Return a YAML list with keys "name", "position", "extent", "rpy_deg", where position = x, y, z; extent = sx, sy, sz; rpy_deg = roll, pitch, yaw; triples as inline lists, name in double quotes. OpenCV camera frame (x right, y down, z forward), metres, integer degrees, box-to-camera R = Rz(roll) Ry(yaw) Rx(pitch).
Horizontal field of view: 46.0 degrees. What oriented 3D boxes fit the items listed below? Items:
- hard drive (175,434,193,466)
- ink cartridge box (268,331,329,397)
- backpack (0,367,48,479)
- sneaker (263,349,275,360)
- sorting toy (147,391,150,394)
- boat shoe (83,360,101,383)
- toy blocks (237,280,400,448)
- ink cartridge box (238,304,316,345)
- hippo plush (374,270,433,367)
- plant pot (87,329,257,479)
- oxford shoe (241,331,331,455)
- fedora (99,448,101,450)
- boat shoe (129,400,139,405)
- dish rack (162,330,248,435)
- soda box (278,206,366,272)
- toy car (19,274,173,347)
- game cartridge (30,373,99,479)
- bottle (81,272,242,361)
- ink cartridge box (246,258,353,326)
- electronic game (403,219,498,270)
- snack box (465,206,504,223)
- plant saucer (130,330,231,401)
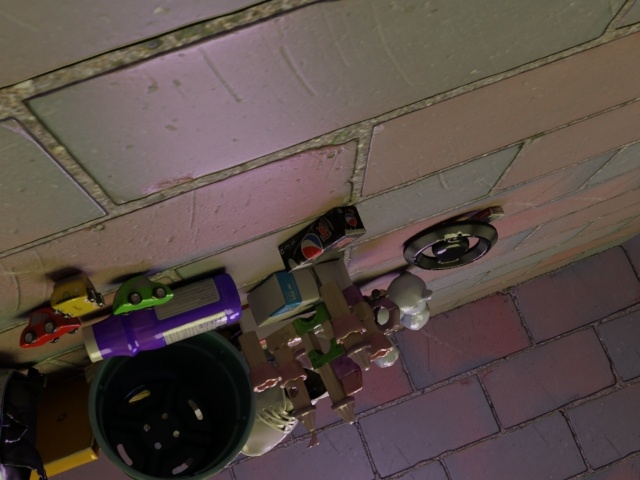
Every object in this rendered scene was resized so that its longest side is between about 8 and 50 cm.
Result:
- name: "hard drive"
  position: [-0.311, 0.474, 2.156]
  extent: [0.339, 0.064, 0.237]
  rpy_deg: [-50, -165, -19]
- name: "ink cartridge box"
  position: [-0.049, 0.322, 2.102]
  extent: [0.197, 0.114, 0.273]
  rpy_deg: [-23, -152, 5]
- name: "backpack"
  position: [-0.622, 0.354, 1.401]
  extent: [0.213, 0.277, 0.263]
  rpy_deg: [-3, 158, -17]
- name: "sneaker"
  position: [-0.101, 0.241, 2.039]
  extent: [0.191, 0.071, 0.083]
  rpy_deg: [-49, 161, -21]
- name: "sorting toy"
  position: [-0.399, 0.392, 1.951]
  extent: [0.101, 0.042, 0.061]
  rpy_deg: [-23, 167, 6]
- name: "boat shoe"
  position: [-0.477, 0.264, 1.663]
  extent: [0.135, 0.045, 0.050]
  rpy_deg: [-40, 160, 17]
- name: "toy blocks"
  position: [0.038, 0.270, 1.633]
  extent: [0.288, 0.260, 0.309]
  rpy_deg: [-33, 160, 19]
- name: "ink cartridge box"
  position: [-0.087, 0.196, 1.878]
  extent: [0.171, 0.100, 0.237]
  rpy_deg: [-23, 166, 7]
- name: "hippo plush"
  position: [0.180, 0.179, 2.129]
  extent: [0.236, 0.234, 0.294]
  rpy_deg: [-35, 128, -17]
- name: "plant pot"
  position: [-0.340, 0.394, 1.680]
  extent: [0.341, 0.341, 0.334]
  rpy_deg: [-16, 160, -23]
- name: "oxford shoe"
  position: [-0.100, 0.415, 1.914]
  extent: [0.169, 0.130, 0.449]
  rpy_deg: [27, 120, -18]
- name: "fedora"
  position: [-0.668, 0.470, 1.906]
  extent: [0.275, 0.124, 0.243]
  rpy_deg: [-15, -158, -30]
- name: "boat shoe"
  position: [-0.564, 0.470, 2.172]
  extent: [0.123, 0.123, 0.342]
  rpy_deg: [-31, 163, 36]
- name: "dish rack"
  position: [-0.295, 0.396, 2.054]
  extent: [0.332, 0.072, 0.286]
  rpy_deg: [-35, -161, 35]
- name: "soda box"
  position: [0.000, 0.000, 1.336]
  extent: [0.060, 0.053, 0.169]
  rpy_deg: [-8, 161, -45]
- name: "toy car"
  position: [-0.341, 0.094, 1.182]
  extent: [0.225, 0.053, 0.239]
  rpy_deg: [-11, 164, -38]
- name: "game cartridge"
  position: [-0.658, 0.450, 1.736]
  extent: [0.323, 0.053, 0.285]
  rpy_deg: [-22, -151, 1]
- name: "bottle"
  position: [-0.287, 0.144, 1.376]
  extent: [0.282, 0.092, 0.118]
  rpy_deg: [-18, 166, -12]
- name: "ink cartridge box"
  position: [-0.045, 0.114, 1.662]
  extent: [0.190, 0.082, 0.139]
  rpy_deg: [-9, 161, -37]
- name: "electronic game"
  position: [0.311, 0.012, 1.805]
  extent: [0.229, 0.048, 0.229]
  rpy_deg: [-8, 154, -4]
- name: "snack box"
  position: [0.356, -0.032, 1.827]
  extent: [0.178, 0.022, 0.064]
  rpy_deg: [-31, 161, 36]
- name: "plant saucer"
  position: [-0.439, 0.358, 2.024]
  extent: [0.332, 0.081, 0.332]
  rpy_deg: [-9, 162, -45]
